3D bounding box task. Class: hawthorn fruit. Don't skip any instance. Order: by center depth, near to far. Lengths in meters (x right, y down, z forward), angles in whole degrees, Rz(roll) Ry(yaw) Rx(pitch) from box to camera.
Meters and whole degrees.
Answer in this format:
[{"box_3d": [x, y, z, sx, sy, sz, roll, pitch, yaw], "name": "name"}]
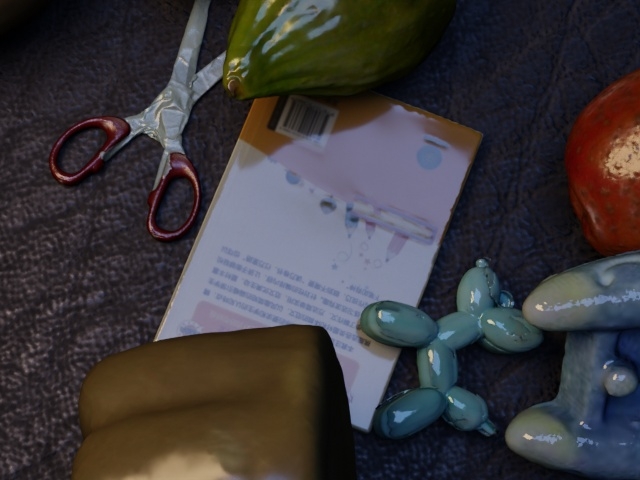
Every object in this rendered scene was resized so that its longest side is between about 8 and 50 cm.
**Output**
[{"box_3d": [0.300, -0.063, 1.726, 0.189, 0.189, 0.189, 1, 77, -3], "name": "hawthorn fruit"}]

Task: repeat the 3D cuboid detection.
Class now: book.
[{"box_3d": [0.000, 0.000, 1.764, 0.208, 0.020, 0.295, 22, 77, 1], "name": "book"}]

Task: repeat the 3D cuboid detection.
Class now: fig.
[{"box_3d": [0.003, -0.204, 1.741, 0.234, 0.167, 0.167, -24, 80, -8], "name": "fig"}]

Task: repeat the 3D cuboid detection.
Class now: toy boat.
[{"box_3d": [0.323, 0.117, 1.660, 0.330, 0.123, 0.215, 3, 108, -15], "name": "toy boat"}]

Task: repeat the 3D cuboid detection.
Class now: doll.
[{"box_3d": [0.115, 0.093, 1.721, 0.159, 0.059, 0.159, 1, 82, -15], "name": "doll"}]

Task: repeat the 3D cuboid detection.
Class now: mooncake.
[{"box_3d": [-0.074, 0.253, 1.530, 0.201, 0.378, 0.378, -5, 77, 6], "name": "mooncake"}]

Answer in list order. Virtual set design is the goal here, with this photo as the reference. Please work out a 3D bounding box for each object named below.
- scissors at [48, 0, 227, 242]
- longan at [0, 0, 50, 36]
[{"box_3d": [-0.128, -0.129, 1.789, 0.144, 0.017, 0.247, 31, 75, 3], "name": "scissors"}, {"box_3d": [-0.334, -0.311, 1.684, 0.319, 0.319, 0.318, 1, 77, -3], "name": "longan"}]
